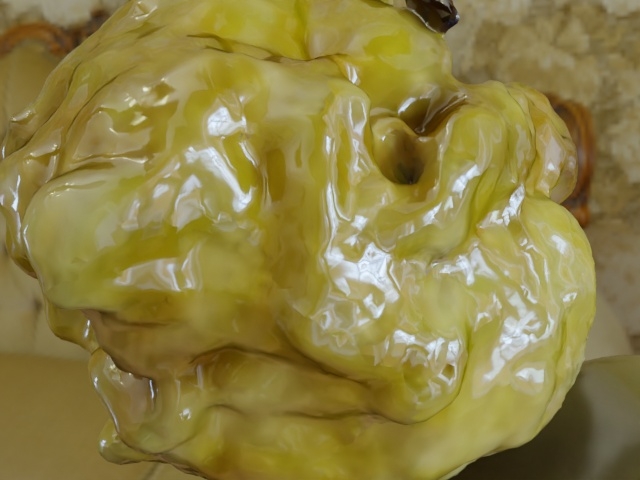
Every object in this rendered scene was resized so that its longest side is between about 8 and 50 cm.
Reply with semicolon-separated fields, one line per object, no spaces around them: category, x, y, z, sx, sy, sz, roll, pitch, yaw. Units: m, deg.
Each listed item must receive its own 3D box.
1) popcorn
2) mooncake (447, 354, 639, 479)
popcorn;0.001;0.002;0.490;0.253;0.191;0.190;-23;48;-35
mooncake;0.106;0.149;0.587;0.235;0.235;0.117;-23;49;-25
